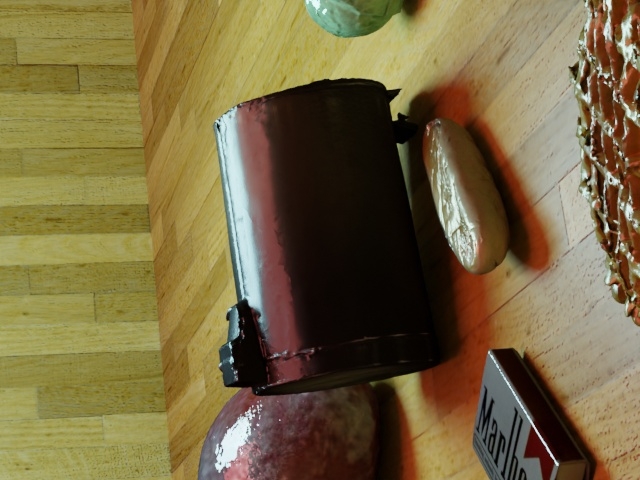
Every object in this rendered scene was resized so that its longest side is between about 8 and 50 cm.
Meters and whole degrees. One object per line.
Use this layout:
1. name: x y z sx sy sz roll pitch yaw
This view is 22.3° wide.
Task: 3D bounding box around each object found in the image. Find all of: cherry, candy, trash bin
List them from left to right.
1. cherry: -0.038 0.265 1.892 0.236 0.213 0.285 -114 39 -51
2. trash bin: 0.000 0.000 1.708 0.203 0.252 0.301 146 116 -69
3. candy: 0.079 -0.418 1.694 0.119 0.119 0.439 -117 39 -57

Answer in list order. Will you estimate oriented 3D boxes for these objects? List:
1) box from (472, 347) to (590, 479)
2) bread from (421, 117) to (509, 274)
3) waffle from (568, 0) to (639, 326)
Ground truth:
1. box: 0.184 0.190 1.442 0.177 0.036 0.115 -117 30 -56
2. bread: 0.141 -0.042 1.544 0.214 0.053 0.073 -106 26 -48
3. waffle: 0.225 -0.069 1.156 0.291 0.051 0.291 171 90 -88
